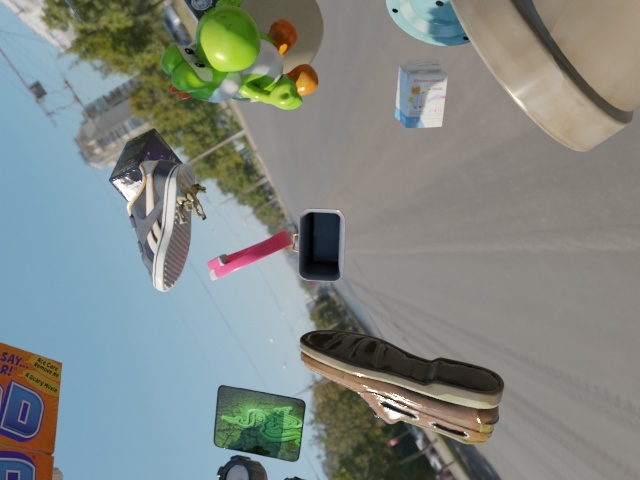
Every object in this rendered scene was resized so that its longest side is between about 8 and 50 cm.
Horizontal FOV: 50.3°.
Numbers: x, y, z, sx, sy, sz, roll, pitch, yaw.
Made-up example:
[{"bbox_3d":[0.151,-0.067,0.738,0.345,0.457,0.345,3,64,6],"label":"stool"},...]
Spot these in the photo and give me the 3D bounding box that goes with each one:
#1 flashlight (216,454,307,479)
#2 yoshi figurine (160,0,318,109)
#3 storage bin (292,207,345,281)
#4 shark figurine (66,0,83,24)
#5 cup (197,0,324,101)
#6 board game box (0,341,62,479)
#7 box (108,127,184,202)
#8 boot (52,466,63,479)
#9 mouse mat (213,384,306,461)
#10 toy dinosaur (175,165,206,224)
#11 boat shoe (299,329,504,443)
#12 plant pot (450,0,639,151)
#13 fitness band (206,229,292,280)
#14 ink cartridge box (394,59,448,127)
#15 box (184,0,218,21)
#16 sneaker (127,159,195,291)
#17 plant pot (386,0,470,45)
[{"bbox_3d":[-0.112,0.556,1.537,0.304,0.103,0.103,40,-146,-53],"label":"flashlight"},{"bbox_3d":[-0.124,-0.339,1.241,0.204,0.203,0.362,21,-157,24],"label":"yoshi figurine"},{"bbox_3d":[0.000,0.000,1.277,0.091,0.098,0.135,-62,-26,-77],"label":"storage bin"},{"bbox_3d":[-0.571,-0.437,1.196,0.116,0.278,0.166,102,158,-65],"label":"shark figurine"},{"bbox_3d":[-0.173,-0.488,1.723,0.237,0.331,0.331,-77,-32,-42],"label":"cup"},{"bbox_3d":[-0.712,0.371,1.149,0.356,0.356,0.356,39,-143,-51],"label":"board game box"},{"bbox_3d":[-0.491,-0.195,1.944,0.153,0.108,0.207,54,-155,-35],"label":"box"},{"bbox_3d":[-0.718,0.517,1.632,0.258,0.095,0.123,36,-132,-57],"label":"boot"},{"bbox_3d":[-0.130,0.384,1.427,0.007,0.190,0.152,-64,-19,-72],"label":"mouse mat"},{"bbox_3d":[-0.250,-0.081,1.265,0.183,0.053,0.092,43,-150,-85],"label":"toy dinosaur"},{"bbox_3d":[0.105,0.218,0.996,0.111,0.307,0.104,-33,-47,-60],"label":"boat shoe"},{"bbox_3d":[0.352,-0.311,0.804,0.323,0.280,0.323,29,-136,-33],"label":"plant pot"},{"bbox_3d":[-0.191,0.036,1.808,0.054,0.209,0.291,66,156,-2],"label":"fitness band"},{"bbox_3d":[0.233,-0.345,1.585,0.090,0.092,0.143,-111,20,-58],"label":"ink cartridge box"},{"bbox_3d":[-0.284,-0.583,1.373,0.270,0.060,0.216,51,-163,-60],"label":"box"},{"bbox_3d":[-0.384,-0.040,1.627,0.126,0.128,0.321,-37,-39,-66],"label":"sneaker"},{"bbox_3d":[0.234,-0.491,1.179,0.272,0.255,0.271,19,161,7],"label":"plant pot"}]
